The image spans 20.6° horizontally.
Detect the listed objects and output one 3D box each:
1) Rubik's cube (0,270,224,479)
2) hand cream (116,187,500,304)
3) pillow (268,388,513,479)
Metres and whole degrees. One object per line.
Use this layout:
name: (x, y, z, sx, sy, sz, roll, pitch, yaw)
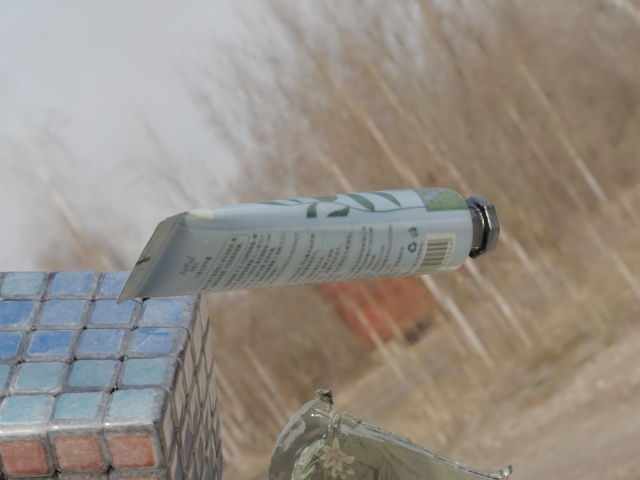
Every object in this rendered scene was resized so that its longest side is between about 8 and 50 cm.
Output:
Rubik's cube: (-0.216, 0.180, 1.517, 0.237, 0.238, 0.237, -2, 33, 5)
hand cream: (0.000, 0.000, 1.146, 0.271, 0.058, 0.091, -6, -31, -33)
pillow: (0.071, 0.265, 1.902, 0.059, 0.255, 0.169, -79, 13, -58)
